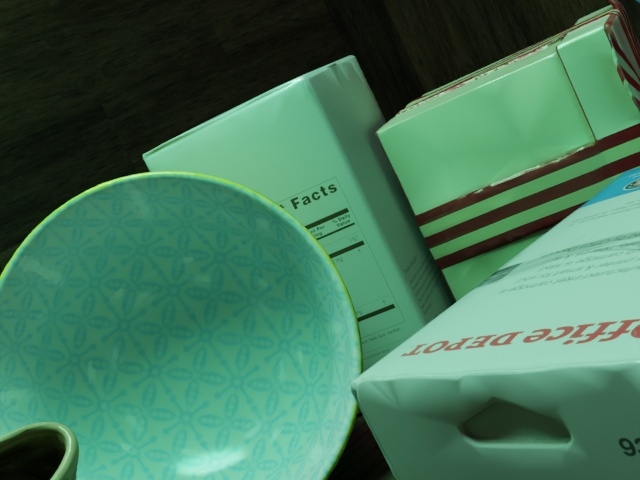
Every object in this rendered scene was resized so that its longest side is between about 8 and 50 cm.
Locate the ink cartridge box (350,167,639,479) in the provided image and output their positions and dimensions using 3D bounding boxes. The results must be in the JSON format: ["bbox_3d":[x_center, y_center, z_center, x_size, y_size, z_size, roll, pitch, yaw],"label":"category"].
[{"bbox_3d":[0.206,0.051,0.558,0.307,0.129,0.223,-32,10,-36],"label":"ink cartridge box"}]

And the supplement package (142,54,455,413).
[{"bbox_3d":[0.000,0.000,0.941,0.175,0.292,0.177,-23,8,22],"label":"supplement package"}]

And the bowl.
[{"bbox_3d":[-0.107,0.099,0.805,0.290,0.289,0.156,-26,-9,1],"label":"bowl"}]

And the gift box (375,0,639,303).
[{"bbox_3d":[0.222,-0.090,0.934,0.258,0.276,0.255,-21,15,23],"label":"gift box"}]

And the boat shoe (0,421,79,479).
[{"bbox_3d":[-0.257,0.200,0.576,0.302,0.109,0.098,-29,-35,-54],"label":"boat shoe"}]

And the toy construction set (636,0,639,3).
[{"bbox_3d":[0.503,-0.196,1.039,0.257,0.237,0.309,-42,42,-25],"label":"toy construction set"}]
